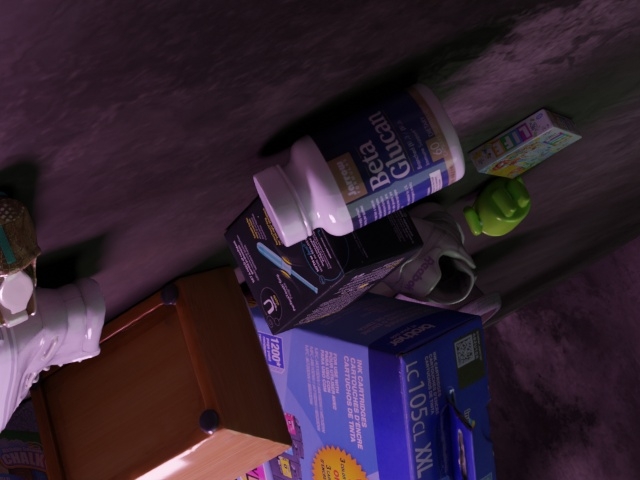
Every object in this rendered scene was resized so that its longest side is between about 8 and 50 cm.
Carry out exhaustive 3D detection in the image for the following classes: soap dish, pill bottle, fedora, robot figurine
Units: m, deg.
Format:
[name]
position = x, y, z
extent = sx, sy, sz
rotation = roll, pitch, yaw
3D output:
[soap dish]
position = -0.191, 0.186, 1.400
extent = 0.291, 0.229, 0.118
rotation = -32, 151, 22
[pill bottle]
position = 0.032, -0.061, 1.085
extent = 0.169, 0.094, 0.094
rotation = -26, 169, -6
[fedora]
position = 0.198, 0.146, 2.303
extent = 0.275, 0.124, 0.243
rotation = -43, 164, 29
[robot figurine]
position = 0.246, -0.045, 1.707
extent = 0.101, 0.067, 0.115
rotation = -36, 172, -17

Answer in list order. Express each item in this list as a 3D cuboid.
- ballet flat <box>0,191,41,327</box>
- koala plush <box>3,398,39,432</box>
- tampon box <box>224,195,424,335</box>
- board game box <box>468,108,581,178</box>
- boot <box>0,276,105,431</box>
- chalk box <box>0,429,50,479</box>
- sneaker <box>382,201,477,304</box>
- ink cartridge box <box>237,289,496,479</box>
[ballet flat]
position = -0.243, 0.030, 0.940
extent = 0.073, 0.067, 0.206
rotation = -24, 168, -16
[koala plush]
position = -0.348, 0.308, 1.663
extent = 0.203, 0.196, 0.221
rotation = -33, 168, -21
[tampon box]
position = 0.000, 0.000, 1.219
extent = 0.101, 0.120, 0.161
rotation = -18, 166, -34
[board game box]
position = 0.249, -0.115, 1.508
extent = 0.103, 0.026, 0.154
rotation = -32, 168, 21
[boot]
position = -0.267, 0.112, 1.175
extent = 0.123, 0.095, 0.258
rotation = -14, 163, -24
[chalk box]
position = -0.388, 0.299, 1.431
extent = 0.132, 0.213, 0.132
rotation = 14, 129, -43
[sneaker]
position = 0.128, 0.029, 1.537
extent = 0.114, 0.152, 0.305
rotation = -54, 162, 13
[ink cartridge box]
position = 0.061, 0.209, 1.503
extent = 0.151, 0.270, 0.395
rotation = -21, -159, -40
